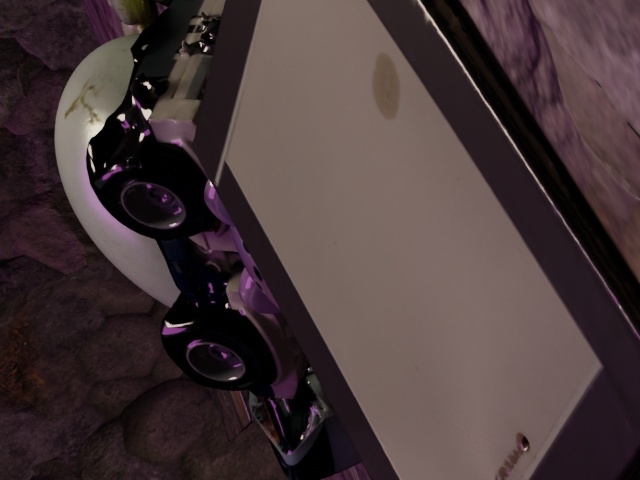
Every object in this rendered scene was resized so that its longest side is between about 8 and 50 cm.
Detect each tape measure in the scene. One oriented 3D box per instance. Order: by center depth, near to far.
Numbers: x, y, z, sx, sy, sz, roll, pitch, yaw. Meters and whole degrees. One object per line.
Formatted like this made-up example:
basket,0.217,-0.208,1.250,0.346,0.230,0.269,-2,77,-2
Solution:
tape measure,-0.017,0.142,1.595,0.181,0.107,0.182,81,166,-53

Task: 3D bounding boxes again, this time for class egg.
egg,-0.115,-0.050,1.373,0.264,0.183,0.183,60,173,0

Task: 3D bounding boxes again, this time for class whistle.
whistle,-0.235,-0.281,2.023,0.198,0.057,0.104,76,169,-48

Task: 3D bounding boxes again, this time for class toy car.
toy car,-0.044,-0.031,1.085,0.301,0.118,0.193,70,-152,-42

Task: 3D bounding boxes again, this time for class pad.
pad,-0.151,0.038,1.778,0.247,0.007,0.367,123,127,-76

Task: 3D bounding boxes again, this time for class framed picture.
framed picture,0.031,-0.001,0.757,0.347,0.016,0.265,61,151,29

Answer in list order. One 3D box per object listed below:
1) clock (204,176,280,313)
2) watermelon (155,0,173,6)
clock,0.000,0.000,0.969,0.152,0.110,0.050,73,172,-47
watermelon,-0.166,-0.313,1.441,0.119,0.063,0.245,-66,-47,-81
